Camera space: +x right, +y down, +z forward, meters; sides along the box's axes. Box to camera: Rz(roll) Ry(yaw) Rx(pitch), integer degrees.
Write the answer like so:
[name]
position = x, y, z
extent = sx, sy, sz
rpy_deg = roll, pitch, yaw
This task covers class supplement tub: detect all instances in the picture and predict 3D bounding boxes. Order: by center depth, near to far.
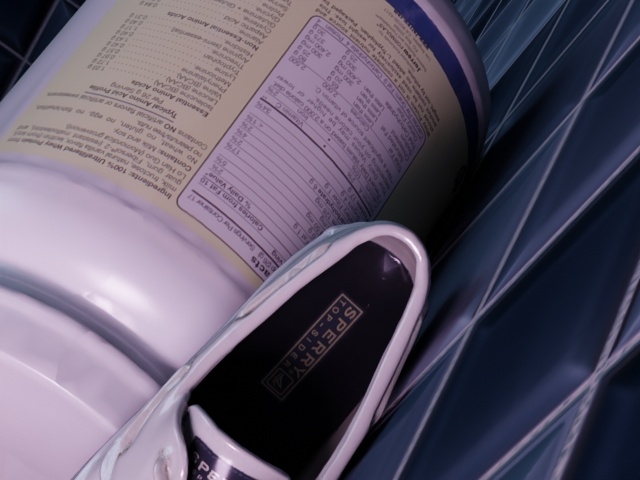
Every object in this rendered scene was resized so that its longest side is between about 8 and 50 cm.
[supplement tub]
position = -0.074, -0.006, 0.986
extent = 0.325, 0.235, 0.235
rpy_deg = -57, 4, -32

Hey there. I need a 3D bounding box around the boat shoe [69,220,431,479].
[boat shoe]
position = -0.041, 0.100, 0.780
extent = 0.267, 0.096, 0.088
rpy_deg = -47, -3, -13
